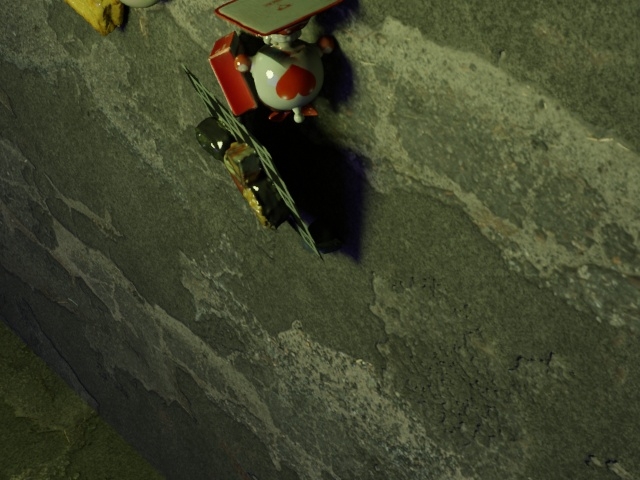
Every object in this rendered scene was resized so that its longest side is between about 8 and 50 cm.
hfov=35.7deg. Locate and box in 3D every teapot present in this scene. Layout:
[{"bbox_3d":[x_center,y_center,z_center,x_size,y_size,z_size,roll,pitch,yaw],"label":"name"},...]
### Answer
[{"bbox_3d":[0.000,0.000,2.007,0.088,0.057,0.066,32,138,36],"label":"teapot"}]

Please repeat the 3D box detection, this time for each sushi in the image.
[{"bbox_3d":[-0.155,-0.134,1.924,0.359,0.064,0.343,48,170,41],"label":"sushi"}]

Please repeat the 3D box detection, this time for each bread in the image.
[{"bbox_3d":[-0.524,-0.560,2.242,0.211,0.083,0.114,45,149,21],"label":"bread"}]

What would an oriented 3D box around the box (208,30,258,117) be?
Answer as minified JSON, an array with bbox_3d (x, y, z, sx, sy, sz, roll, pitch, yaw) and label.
[{"bbox_3d":[-0.159,-0.313,1.859,0.229,0.050,0.123,-96,-19,-70],"label":"box"}]

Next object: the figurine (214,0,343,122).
[{"bbox_3d":[-0.055,-0.311,1.741,0.160,0.183,0.226,35,145,43],"label":"figurine"}]

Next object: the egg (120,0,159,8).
[{"bbox_3d":[-0.374,-0.531,2.051,0.135,0.103,0.103,21,131,42],"label":"egg"}]
